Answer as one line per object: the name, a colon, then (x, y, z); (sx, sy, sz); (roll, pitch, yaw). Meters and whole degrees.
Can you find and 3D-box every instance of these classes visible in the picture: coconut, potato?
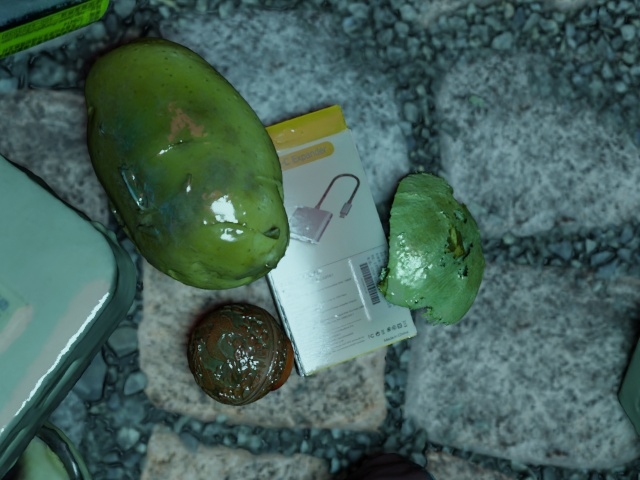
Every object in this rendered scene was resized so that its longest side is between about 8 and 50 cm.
coconut: (0.115, 0.014, 1.101); (0.133, 0.055, 0.158); (-38, 106, -38)
potato: (-0.127, -0.068, 1.006); (0.169, 0.143, 0.248); (-30, 89, 22)

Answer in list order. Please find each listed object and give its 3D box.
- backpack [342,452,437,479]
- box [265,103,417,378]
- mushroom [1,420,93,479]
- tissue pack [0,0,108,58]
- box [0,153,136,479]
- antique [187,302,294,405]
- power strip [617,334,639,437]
backpack: (0.029, 0.391, 1.032); (0.283, 0.197, 0.317); (-23, 100, -12)
box: (0.000, 0.000, 1.101); (0.129, 0.033, 0.247); (-18, 95, -10)
mushroom: (-0.328, 0.315, 0.995); (0.247, 0.130, 0.344); (29, 81, 16)
tissue pack: (-0.326, -0.230, 0.952); (0.235, 0.073, 0.173); (-28, 75, -32)
box: (-0.413, 0.061, 0.936); (0.396, 0.111, 0.396); (37, 83, 6)
antique: (-0.080, 0.108, 1.051); (0.104, 0.104, 0.104); (0, 91, -12)
power strip: (0.397, 0.145, 1.122); (0.139, 0.224, 0.140); (-3, 127, -12)
